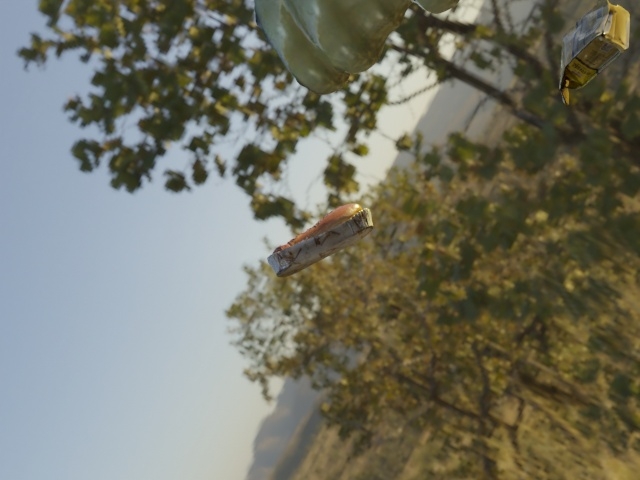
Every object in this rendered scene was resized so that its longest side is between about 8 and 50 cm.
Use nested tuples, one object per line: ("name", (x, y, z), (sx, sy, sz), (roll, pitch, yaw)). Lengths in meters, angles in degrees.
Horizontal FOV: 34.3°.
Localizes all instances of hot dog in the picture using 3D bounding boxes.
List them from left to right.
("hot dog", (0.000, 0.000, 1.715), (0.191, 0.059, 0.108), (-29, -16, 3))

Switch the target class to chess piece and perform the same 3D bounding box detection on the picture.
("chess piece", (0.098, -0.325, 1.236), (0.330, 0.182, 0.182), (-25, 14, 25))

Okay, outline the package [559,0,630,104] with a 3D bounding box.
("package", (0.328, -0.234, 1.291), (0.131, 0.047, 0.071), (-45, 28, 55))
